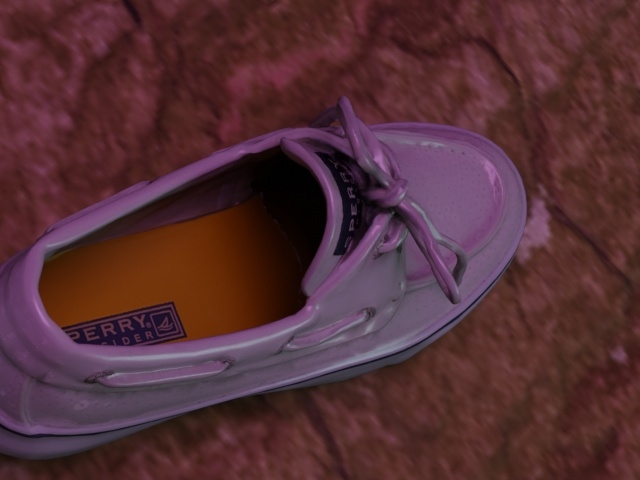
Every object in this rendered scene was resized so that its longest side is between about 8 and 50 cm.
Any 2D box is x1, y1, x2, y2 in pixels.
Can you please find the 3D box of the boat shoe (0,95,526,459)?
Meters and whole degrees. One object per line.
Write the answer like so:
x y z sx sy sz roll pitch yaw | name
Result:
-0.005 -0.007 0.780 0.367 0.156 0.136 -15 74 -37 | boat shoe
